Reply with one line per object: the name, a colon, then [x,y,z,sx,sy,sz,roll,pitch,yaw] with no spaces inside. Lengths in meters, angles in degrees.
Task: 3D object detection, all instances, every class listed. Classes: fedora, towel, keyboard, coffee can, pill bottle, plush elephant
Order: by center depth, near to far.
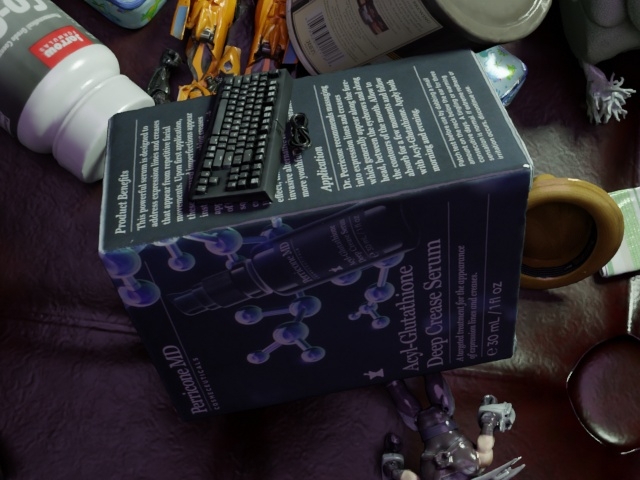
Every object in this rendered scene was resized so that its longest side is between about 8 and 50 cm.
keyboard: [-0.059,-0.103,0.706,0.108,0.023,0.180,-2,48,8]
coffee can: [0.108,-0.299,0.896,0.201,0.275,0.202,2,86,-30]
pill bottle: [-0.357,-0.213,0.934,0.283,0.161,0.161,39,80,2]
fedora: [0.292,-0.021,0.972,0.194,0.194,0.079,7,44,-3]
plush elephant: [0.455,-0.334,0.972,0.255,0.272,0.330,-16,112,6]
towel: [0.443,-0.019,1.040,0.151,0.023,0.113,-14,85,-9]

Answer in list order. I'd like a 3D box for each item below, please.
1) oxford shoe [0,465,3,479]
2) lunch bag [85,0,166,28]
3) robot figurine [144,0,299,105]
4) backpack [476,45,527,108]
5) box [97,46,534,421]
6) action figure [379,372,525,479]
oxford shoe: [-0.486,0.296,0.904,0.212,0.076,0.076,-24,54,-5]
lunch bag: [-0.286,-0.411,1.008,0.219,0.090,0.176,36,78,1]
robot figurine: [-0.117,-0.241,0.995,0.210,0.085,0.291,12,80,-2]
backpack: [0.212,-0.211,1.017,0.105,0.084,0.114,34,83,3]
box: [0.000,0.000,0.816,0.395,0.294,0.212,-11,46,0]
action figure: [0.138,0.213,0.928,0.185,0.099,0.285,-25,75,6]
